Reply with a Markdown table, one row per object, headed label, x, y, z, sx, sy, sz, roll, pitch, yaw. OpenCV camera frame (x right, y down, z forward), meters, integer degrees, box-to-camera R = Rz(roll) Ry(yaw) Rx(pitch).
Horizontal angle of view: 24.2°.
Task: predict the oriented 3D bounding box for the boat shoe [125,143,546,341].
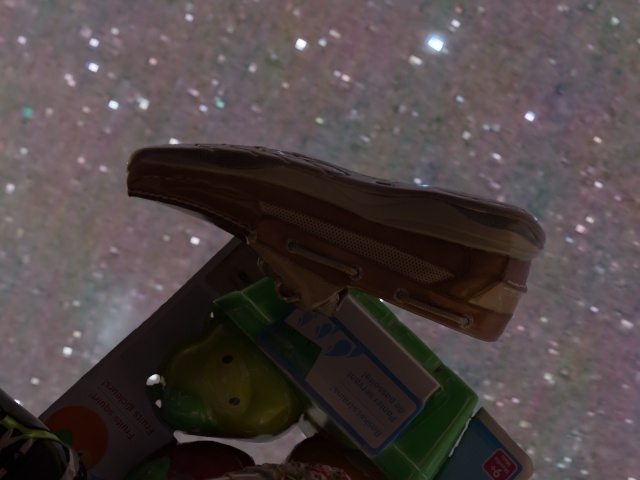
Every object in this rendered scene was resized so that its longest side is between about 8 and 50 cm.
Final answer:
| label | x | y | z | sx | sy | sz | roll | pitch | yaw |
| --- | --- | --- | --- | --- | --- | --- | --- | --- | --- |
| boat shoe | 0.000 | 0.000 | 1.119 | 0.324 | 0.123 | 0.116 | 14 | -83 | 14 |

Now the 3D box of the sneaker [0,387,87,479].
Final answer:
| label | x | y | z | sx | sy | sz | roll | pitch | yaw |
| --- | --- | --- | --- | --- | --- | --- | --- | --- | --- |
| sneaker | -0.267 | 0.148 | 1.141 | 0.084 | 0.097 | 0.235 | -48 | -143 | -14 |

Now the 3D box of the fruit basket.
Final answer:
| label | x | y | z | sx | sy | sz | roll | pitch | yaw |
| --- | --- | --- | --- | --- | --- | --- | --- | --- | --- |
| fruit basket | -0.053 | 0.189 | 1.219 | 0.353 | 0.165 | 0.327 | -41 | -101 | -20 |

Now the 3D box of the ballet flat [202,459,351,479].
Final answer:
| label | x | y | z | sx | sy | sz | roll | pitch | yaw |
| --- | --- | --- | --- | --- | --- | --- | --- | --- | --- |
| ballet flat | -0.093 | 0.208 | 1.049 | 0.241 | 0.077 | 0.091 | -23 | -130 | 18 |
